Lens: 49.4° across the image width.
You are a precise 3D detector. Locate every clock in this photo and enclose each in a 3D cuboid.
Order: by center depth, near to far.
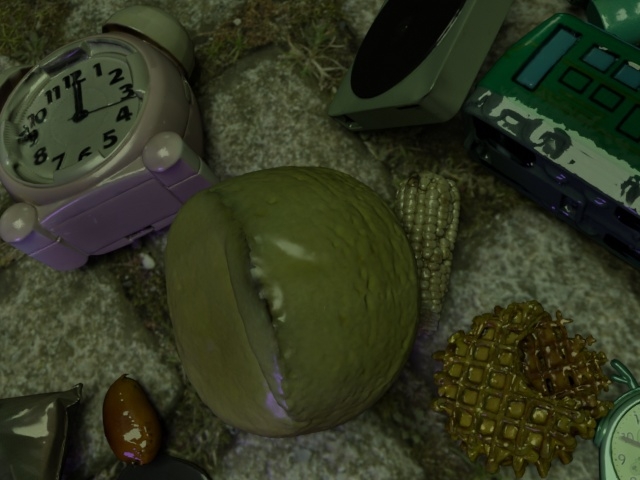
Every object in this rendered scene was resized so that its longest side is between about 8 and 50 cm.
[{"bbox_3d":[0.380,0.229,0.755,0.159,0.066,0.210,-7,72,14],"label":"clock"},{"bbox_3d":[-0.323,-0.161,1.017,0.342,0.184,0.325,-23,65,4],"label":"clock"}]

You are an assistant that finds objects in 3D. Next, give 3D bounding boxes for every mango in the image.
[{"bbox_3d":[-0.254,0.243,0.939,0.077,0.063,0.127,-33,63,10],"label":"mango"}]

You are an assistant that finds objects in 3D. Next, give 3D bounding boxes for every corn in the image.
[{"bbox_3d":[0.128,0.015,0.880,0.087,0.087,0.210,5,75,17],"label":"corn"}]

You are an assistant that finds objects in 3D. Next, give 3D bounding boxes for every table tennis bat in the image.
[{"bbox_3d":[-0.170,0.363,0.903,0.247,0.022,0.138,9,77,20],"label":"table tennis bat"}]

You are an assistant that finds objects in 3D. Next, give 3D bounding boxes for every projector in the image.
[{"bbox_3d":[0.140,-0.262,0.893,0.259,0.079,0.257,-63,25,-7],"label":"projector"}]

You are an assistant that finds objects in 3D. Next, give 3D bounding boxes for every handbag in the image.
[{"bbox_3d":[-0.455,0.297,0.955,0.271,0.117,0.182,-8,59,14],"label":"handbag"}]

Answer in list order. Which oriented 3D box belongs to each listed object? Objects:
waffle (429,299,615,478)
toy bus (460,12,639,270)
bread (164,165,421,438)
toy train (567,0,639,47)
[{"bbox_3d":[0.222,0.164,0.795,0.197,0.070,0.193,-51,50,5],"label":"waffle"},{"bbox_3d":[0.346,-0.102,0.798,0.343,0.183,0.199,39,87,21],"label":"toy bus"},{"bbox_3d":[-0.036,0.066,0.825,0.320,0.237,0.320,1,91,53],"label":"bread"},{"bbox_3d":[0.447,-0.331,0.884,0.248,0.101,0.159,-20,83,11],"label":"toy train"}]
